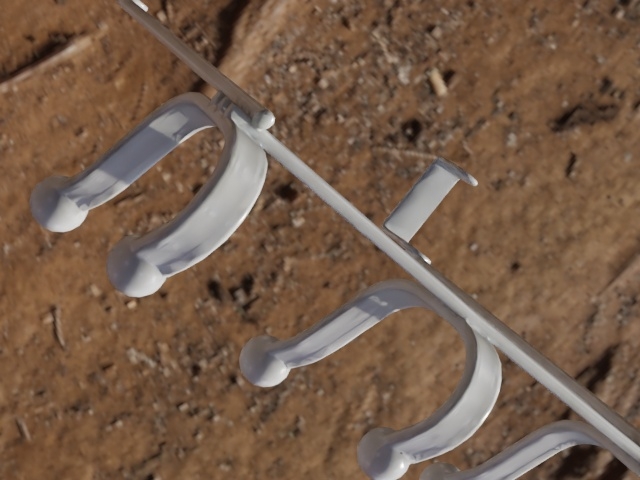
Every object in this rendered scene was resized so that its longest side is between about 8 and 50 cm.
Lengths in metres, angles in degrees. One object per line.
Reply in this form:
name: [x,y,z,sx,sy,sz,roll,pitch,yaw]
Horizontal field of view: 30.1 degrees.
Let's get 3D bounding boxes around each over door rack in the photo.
over door rack: [0.000,0.000,0.517,0.108,0.324,0.239,-44,117,12]
